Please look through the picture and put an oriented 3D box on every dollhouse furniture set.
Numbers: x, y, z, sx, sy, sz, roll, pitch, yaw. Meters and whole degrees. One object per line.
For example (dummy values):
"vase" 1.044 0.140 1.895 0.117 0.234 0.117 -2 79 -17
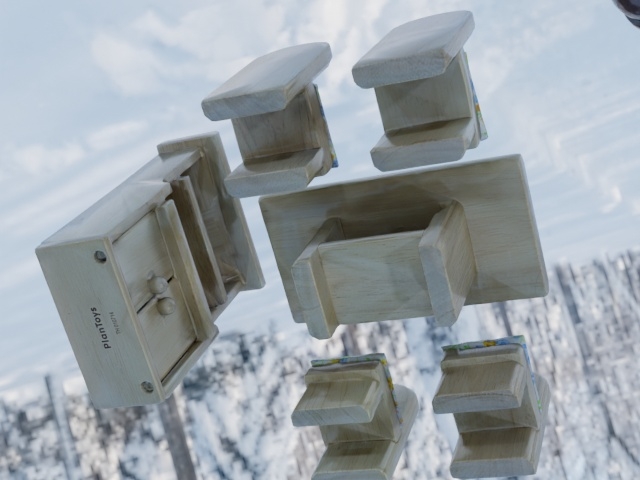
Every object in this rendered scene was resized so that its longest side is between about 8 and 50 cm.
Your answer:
"dollhouse furniture set" 0.000 0.000 0.591 0.242 0.212 0.161 -8 -160 21

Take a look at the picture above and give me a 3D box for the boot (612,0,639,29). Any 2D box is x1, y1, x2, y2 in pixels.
"boot" 0.087 -0.190 0.334 0.206 0.090 0.248 5 126 -21
